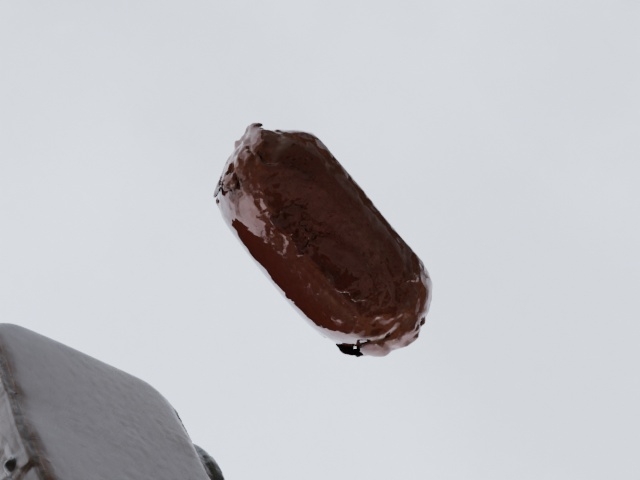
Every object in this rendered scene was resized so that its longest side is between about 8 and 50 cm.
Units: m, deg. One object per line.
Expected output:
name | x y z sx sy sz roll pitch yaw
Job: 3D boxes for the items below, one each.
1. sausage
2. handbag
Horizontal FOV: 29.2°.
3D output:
sausage | 0.000 0.000 0.646 0.141 0.076 0.076 52 -130 -13
handbag | -0.127 0.135 0.689 0.151 0.072 0.193 29 -171 -31
